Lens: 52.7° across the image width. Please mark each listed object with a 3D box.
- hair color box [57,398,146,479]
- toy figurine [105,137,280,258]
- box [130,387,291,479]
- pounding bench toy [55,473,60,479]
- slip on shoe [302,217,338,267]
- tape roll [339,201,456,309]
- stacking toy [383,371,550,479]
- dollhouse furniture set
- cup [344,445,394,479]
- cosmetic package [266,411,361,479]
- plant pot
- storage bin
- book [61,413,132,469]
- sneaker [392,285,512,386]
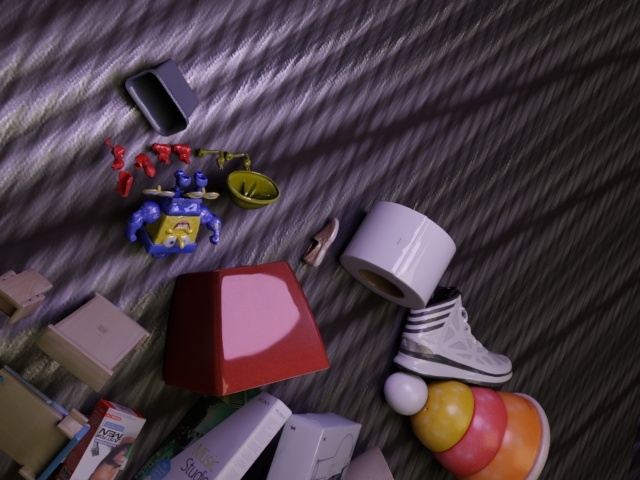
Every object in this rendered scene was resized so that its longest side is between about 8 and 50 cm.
[{"bbox_3d":[-0.433,0.412,1.286,0.093,0.053,0.167,35,79,-41],"label":"hair color box"},{"bbox_3d":[-0.288,-0.062,1.346,0.362,0.191,0.217,-2,128,-44],"label":"toy figurine"},{"bbox_3d":[-0.236,0.439,1.365,0.322,0.232,0.058,-48,122,-22],"label":"box"},{"bbox_3d":[-0.530,0.506,1.266,0.052,0.065,0.083,39,34,-34],"label":"pounding bench toy"},{"bbox_3d":[0.000,0.000,1.597,0.041,0.051,0.135,31,84,-24],"label":"slip on shoe"},{"bbox_3d":[0.193,0.040,1.623,0.246,0.246,0.169,42,73,-33],"label":"tape roll"},{"bbox_3d":[0.374,0.507,1.850,0.480,0.350,0.351,34,76,-16],"label":"stacking toy"},{"bbox_3d":[-0.530,0.247,1.218,0.286,0.198,0.303,39,102,-4],"label":"dollhouse furniture set"},{"bbox_3d":[0.099,0.726,1.643,0.237,0.331,0.331,-21,111,-5],"label":"cup"},{"bbox_3d":[-0.043,0.580,1.441,0.284,0.097,0.377,32,76,-64],"label":"cosmetic package"},{"bbox_3d":[-0.174,0.172,1.373,0.267,0.267,0.236,-7,89,-36],"label":"plant pot"},{"bbox_3d":[-0.312,-0.291,1.297,0.135,0.098,0.091,59,36,-27],"label":"storage bin"},{"bbox_3d":[-0.455,0.414,1.325,0.144,0.035,0.096,24,84,-40],"label":"book"},{"bbox_3d":[0.423,0.273,1.877,0.447,0.169,0.257,14,90,-35],"label":"sneaker"}]
